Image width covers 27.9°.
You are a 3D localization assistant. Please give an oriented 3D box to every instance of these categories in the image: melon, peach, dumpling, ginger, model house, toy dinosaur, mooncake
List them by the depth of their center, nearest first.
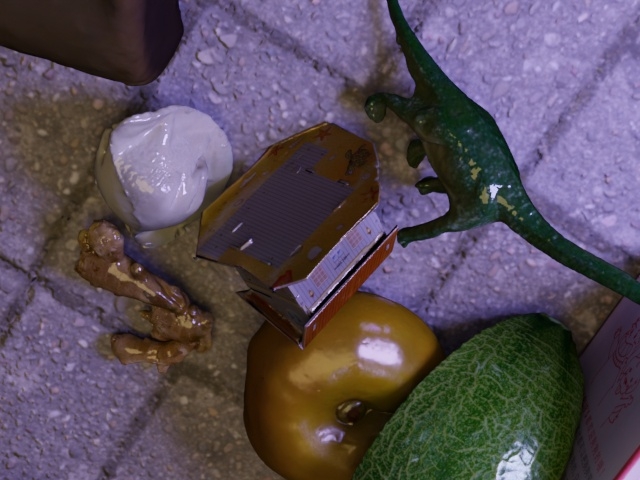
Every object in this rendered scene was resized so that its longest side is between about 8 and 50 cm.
[{"bbox_3d":[-0.227,-0.366,1.218,0.246,0.393,0.394,12,72,-5],"label":"mooncake"},{"bbox_3d":[0.192,-0.083,1.306,0.301,0.087,0.447,-5,106,47],"label":"toy dinosaur"},{"bbox_3d":[0.000,0.000,1.388,0.219,0.207,0.136,-47,130,-21],"label":"model house"},{"bbox_3d":[-0.164,-0.078,1.392,0.155,0.181,0.111,-26,80,-23],"label":"dumpling"},{"bbox_3d":[0.186,0.204,1.415,0.196,0.124,0.323,32,74,9],"label":"melon"},{"bbox_3d":[0.030,0.173,1.478,0.251,0.153,0.251,-6,117,-13],"label":"peach"},{"bbox_3d":[-0.202,0.067,1.480,0.176,0.052,0.193,14,129,-4],"label":"ginger"}]

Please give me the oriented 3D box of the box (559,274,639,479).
[{"bbox_3d":[0.432,0.242,1.401,0.300,0.314,0.312,28,110,-7],"label":"box"}]
